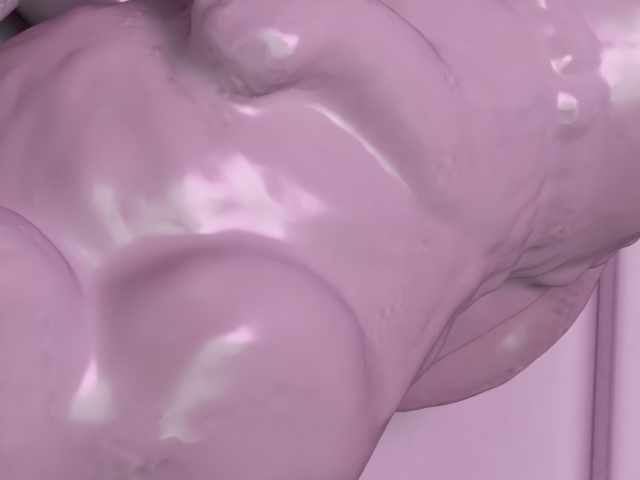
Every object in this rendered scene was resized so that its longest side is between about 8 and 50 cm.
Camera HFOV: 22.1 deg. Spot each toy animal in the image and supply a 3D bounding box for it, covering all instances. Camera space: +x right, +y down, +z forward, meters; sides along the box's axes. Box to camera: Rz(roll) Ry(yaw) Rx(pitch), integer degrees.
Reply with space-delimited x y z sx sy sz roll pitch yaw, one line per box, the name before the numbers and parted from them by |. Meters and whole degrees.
toy animal | 0.000 0.000 0.541 0.357 0.194 0.258 -19 132 -31

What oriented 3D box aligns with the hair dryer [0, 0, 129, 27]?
hair dryer | -0.122 -0.068 0.562 0.137 0.047 0.082 -48 112 -21
